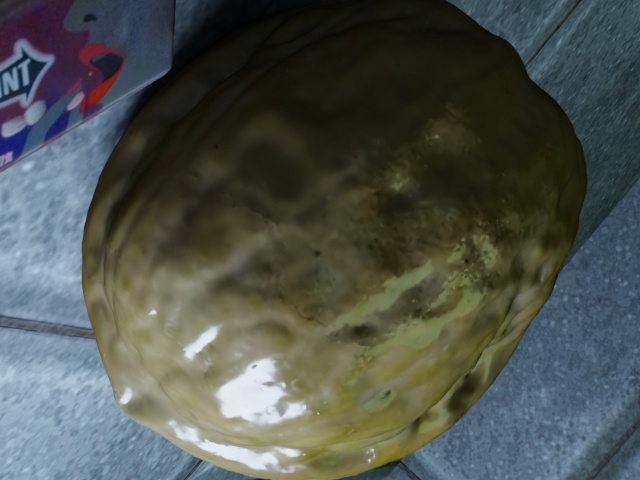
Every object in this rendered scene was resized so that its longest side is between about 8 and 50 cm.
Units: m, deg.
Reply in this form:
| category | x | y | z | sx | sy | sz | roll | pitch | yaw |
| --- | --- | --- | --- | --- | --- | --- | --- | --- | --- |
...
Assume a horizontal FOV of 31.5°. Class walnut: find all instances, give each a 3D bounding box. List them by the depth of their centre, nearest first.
| category | x | y | z | sx | sy | sz | roll | pitch | yaw |
| --- | --- | --- | --- | --- | --- | --- | --- | --- | --- |
| walnut | 0.002 | 0.003 | 0.766 | 0.344 | 0.306 | 0.306 | -38 | 158 | -10 |

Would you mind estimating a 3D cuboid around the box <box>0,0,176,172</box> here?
| category | x | y | z | sx | sy | sz | roll | pitch | yaw |
| --- | --- | --- | --- | --- | --- | --- | --- | --- | --- |
| box | -0.170 | -0.086 | 0.551 | 0.224 | 0.069 | 0.120 | -37 | 156 | -30 |
